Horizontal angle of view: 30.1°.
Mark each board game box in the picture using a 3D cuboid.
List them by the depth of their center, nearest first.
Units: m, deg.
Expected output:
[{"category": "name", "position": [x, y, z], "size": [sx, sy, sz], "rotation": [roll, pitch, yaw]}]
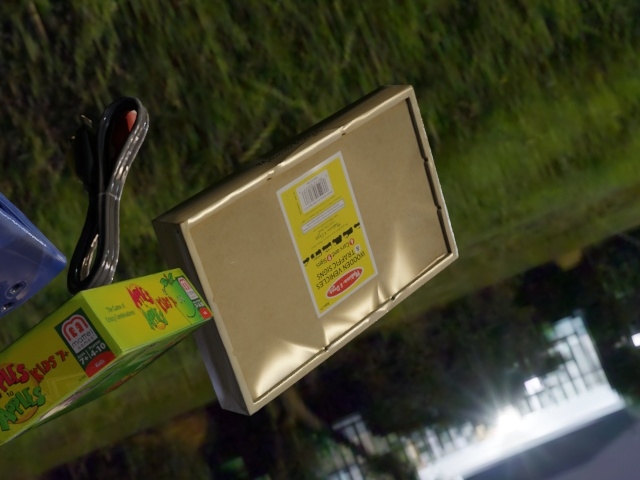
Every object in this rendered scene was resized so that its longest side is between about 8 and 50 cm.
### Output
[{"category": "board game box", "position": [-0.137, 0.066, 0.736], "size": [0.092, 0.043, 0.181], "rotation": [-36, 176, 10]}]

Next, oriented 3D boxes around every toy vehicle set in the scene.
[{"category": "toy vehicle set", "position": [0.000, 0.000, 0.957], "size": [0.035, 0.166, 0.267], "rotation": [7, -149, 46]}]

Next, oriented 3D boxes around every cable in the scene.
[{"category": "cable", "position": [-0.240, -0.057, 1.389], "size": [0.139, 0.287, 0.072], "rotation": [-31, 140, 20]}]

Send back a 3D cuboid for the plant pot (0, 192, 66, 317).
[{"category": "plant pot", "position": [-0.447, -0.004, 1.230], "size": [0.212, 0.236, 0.236], "rotation": [-47, 157, -6]}]
